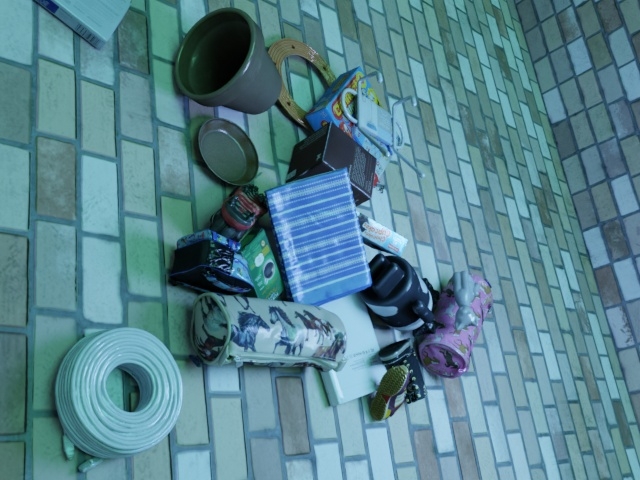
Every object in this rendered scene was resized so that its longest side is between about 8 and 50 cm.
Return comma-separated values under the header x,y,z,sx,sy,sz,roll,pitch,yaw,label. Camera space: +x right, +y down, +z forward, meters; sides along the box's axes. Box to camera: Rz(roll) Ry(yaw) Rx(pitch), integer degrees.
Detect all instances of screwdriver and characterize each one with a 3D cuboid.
x,y,z,sx,sy,sz,roll,pitch,yaw,label
-0.202,-0.155,1.847,0.025,0.024,0.170,28,37,4,screwdriver

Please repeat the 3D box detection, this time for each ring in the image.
x,y,z,sx,sy,sz,roll,pitch,yaw,label
-0.050,-0.493,2.174,0.336,0.032,0.337,22,56,-37,ring

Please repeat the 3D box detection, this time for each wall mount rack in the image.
x,y,z,sx,sy,sz,roll,pitch,yaw,label
0.215,-0.353,2.141,0.350,0.130,0.304,20,62,-47,wall mount rack

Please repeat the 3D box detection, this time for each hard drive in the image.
x,y,z,sx,sy,sz,roll,pitch,yaw,label
0.062,0.258,1.880,0.233,0.047,0.353,-6,74,-48,hard drive

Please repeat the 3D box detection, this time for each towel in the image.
x,y,z,sx,sy,sz,roll,pitch,yaw,label
0.000,0.000,1.774,0.243,0.040,0.336,-17,102,-19,towel

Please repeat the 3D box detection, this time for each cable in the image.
x,y,z,sx,sy,sz,roll,pitch,yaw,label
-0.397,0.298,1.346,0.257,0.089,0.257,-10,77,-48,cable

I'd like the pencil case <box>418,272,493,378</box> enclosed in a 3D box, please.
x,y,z,sx,sy,sz,roll,pitch,yaw,label
0.443,0.271,2.188,0.386,0.167,0.160,-52,132,-46,pencil case

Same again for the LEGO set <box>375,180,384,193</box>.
x,y,z,sx,sy,sz,roll,pitch,yaw,label
0.183,-0.189,2.267,0.083,0.023,0.054,59,41,-25,LEGO set

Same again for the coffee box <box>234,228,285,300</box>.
x,y,z,sx,sy,sz,roll,pitch,yaw,label
-0.156,0.077,1.702,0.113,0.040,0.184,-51,131,-47,coffee box

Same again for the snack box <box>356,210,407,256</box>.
x,y,z,sx,sy,sz,roll,pitch,yaw,label
0.071,-0.058,1.916,0.321,0.187,0.060,28,87,-21,snack box

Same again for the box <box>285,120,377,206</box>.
x,y,z,sx,sy,sz,roll,pitch,yaw,label
0.035,-0.204,2.002,0.203,0.168,0.167,35,48,-29,box

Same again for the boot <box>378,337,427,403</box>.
x,y,z,sx,sy,sz,roll,pitch,yaw,label
0.244,0.380,1.938,0.236,0.085,0.179,1,70,-73,boot

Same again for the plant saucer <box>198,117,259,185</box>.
x,y,z,sx,sy,sz,roll,pitch,yaw,label
-0.253,-0.233,1.819,0.198,0.036,0.199,23,54,-36,plant saucer

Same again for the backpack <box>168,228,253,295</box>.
x,y,z,sx,sy,sz,roll,pitch,yaw,label
-0.241,0.062,1.582,0.173,0.158,0.117,25,60,-39,backpack

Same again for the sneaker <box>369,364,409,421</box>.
x,y,z,sx,sy,sz,roll,pitch,yaw,label
0.203,0.413,1.864,0.083,0.186,0.069,-2,37,-47,sneaker

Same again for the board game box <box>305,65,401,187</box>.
x,y,z,sx,sy,sz,roll,pitch,yaw,label
0.117,-0.361,2.198,0.302,0.086,0.308,57,40,-23,board game box

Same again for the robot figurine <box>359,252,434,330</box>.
x,y,z,sx,sy,sz,roll,pitch,yaw,label
0.221,0.150,1.972,0.278,0.173,0.209,48,30,-46,robot figurine

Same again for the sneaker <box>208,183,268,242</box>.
x,y,z,sx,sy,sz,roll,pitch,yaw,label
-0.211,-0.063,1.729,0.097,0.135,0.276,44,19,-4,sneaker

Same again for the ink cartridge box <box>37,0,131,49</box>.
x,y,z,sx,sy,sz,roll,pitch,yaw,label
-0.586,-0.613,1.664,0.223,0.045,0.224,38,46,-27,ink cartridge box

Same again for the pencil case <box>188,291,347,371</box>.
x,y,z,sx,sy,sz,roll,pitch,yaw,label
-0.112,0.233,1.621,0.410,0.160,0.184,13,45,-42,pencil case

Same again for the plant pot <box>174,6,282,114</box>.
x,y,z,sx,sy,sz,roll,pitch,yaw,label
-0.224,-0.457,1.835,0.229,0.263,0.263,27,50,-57,plant pot

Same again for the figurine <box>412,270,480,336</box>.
x,y,z,sx,sy,sz,roll,pitch,yaw,label
0.386,0.206,2.095,0.210,0.214,0.092,-78,150,-49,figurine
